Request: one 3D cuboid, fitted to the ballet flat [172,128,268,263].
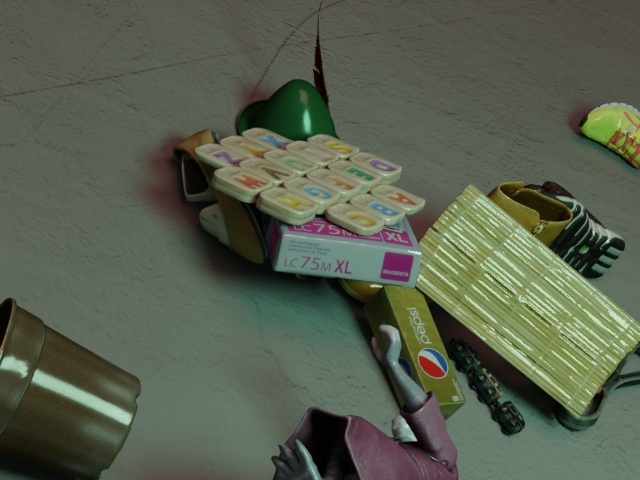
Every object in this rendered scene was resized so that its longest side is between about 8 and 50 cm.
[{"bbox_3d":[-0.139,-0.050,1.948,0.073,0.080,0.232,-18,53,-11],"label":"ballet flat"}]

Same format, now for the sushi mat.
[{"bbox_3d":[0.268,0.079,1.924,0.316,0.151,0.019,39,4,-3],"label":"sushi mat"}]

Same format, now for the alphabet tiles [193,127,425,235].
[{"bbox_3d":[-0.013,-0.086,1.918,0.278,0.021,0.284,26,26,23],"label":"alphabet tiles"}]

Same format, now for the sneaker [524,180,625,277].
[{"bbox_3d":[0.338,-0.039,2.197,0.281,0.106,0.162,28,17,-53],"label":"sneaker"}]

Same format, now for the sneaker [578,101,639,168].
[{"bbox_3d":[0.543,-0.172,2.516,0.209,0.081,0.094,14,44,-22],"label":"sneaker"}]

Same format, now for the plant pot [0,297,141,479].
[{"bbox_3d":[-0.291,0.169,1.540,0.165,0.167,0.167,28,38,-20],"label":"plant pot"}]

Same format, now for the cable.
[{"bbox_3d":[0.406,0.188,2.049,0.287,0.072,0.139,-2,54,-35],"label":"cable"}]

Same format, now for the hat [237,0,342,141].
[{"bbox_3d":[-0.012,-0.209,2.094,0.208,0.183,0.173,47,41,17],"label":"hat"}]

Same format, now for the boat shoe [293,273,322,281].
[{"bbox_3d":[0.000,0.000,1.990,0.072,0.068,0.190,30,28,18],"label":"boat shoe"}]

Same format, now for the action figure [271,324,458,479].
[{"bbox_3d":[0.086,0.266,1.582,0.276,0.248,0.370,33,16,22],"label":"action figure"}]

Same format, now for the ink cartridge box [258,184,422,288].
[{"bbox_3d":[0.013,-0.040,1.936,0.186,0.065,0.311,8,23,-13],"label":"ink cartridge box"}]

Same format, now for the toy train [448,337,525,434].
[{"bbox_3d":[0.224,0.193,1.956,0.036,0.027,0.158,-9,54,-44],"label":"toy train"}]

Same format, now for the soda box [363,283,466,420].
[{"bbox_3d":[0.121,0.147,1.893,0.061,0.058,0.181,-1,56,-34],"label":"soda box"}]

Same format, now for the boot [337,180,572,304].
[{"bbox_3d":[0.185,0.000,1.987,0.295,0.211,0.104,4,46,-31],"label":"boot"}]
